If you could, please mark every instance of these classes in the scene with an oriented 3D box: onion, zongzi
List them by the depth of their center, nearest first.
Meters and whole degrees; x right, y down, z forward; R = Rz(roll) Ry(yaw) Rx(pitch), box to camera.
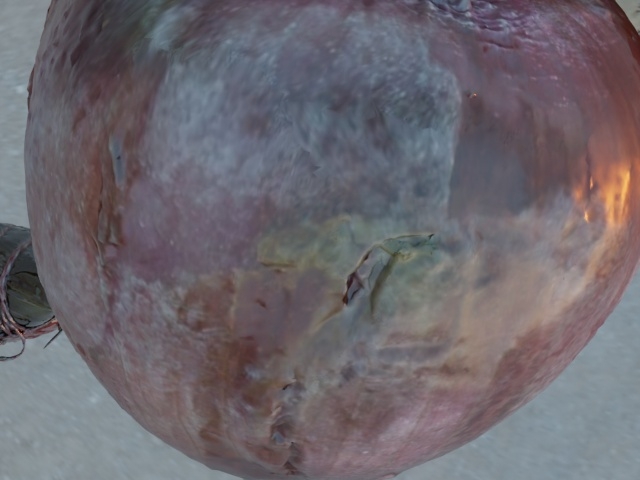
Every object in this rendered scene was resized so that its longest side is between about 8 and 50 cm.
[{"bbox_3d":[0.000,0.000,0.433,0.159,0.159,0.195,-2,127,-19],"label":"onion"},{"bbox_3d":[-0.108,0.016,0.598,0.083,0.073,0.067,-6,97,-8],"label":"zongzi"}]

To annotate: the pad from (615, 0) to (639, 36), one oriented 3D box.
[{"bbox_3d":[0.225,-0.090,0.613,0.265,0.159,0.009,-1,49,-21],"label":"pad"}]
